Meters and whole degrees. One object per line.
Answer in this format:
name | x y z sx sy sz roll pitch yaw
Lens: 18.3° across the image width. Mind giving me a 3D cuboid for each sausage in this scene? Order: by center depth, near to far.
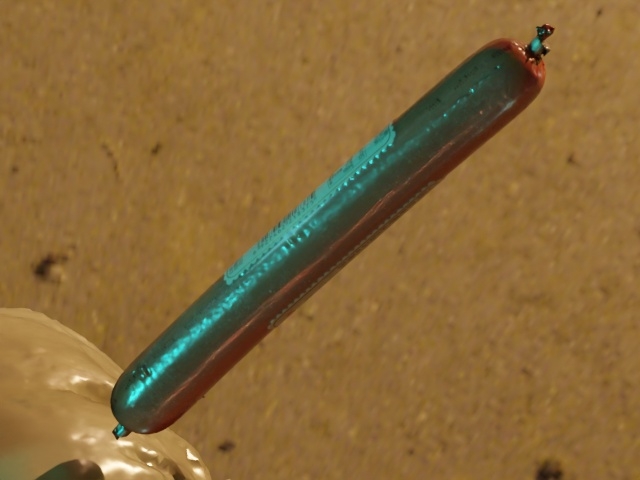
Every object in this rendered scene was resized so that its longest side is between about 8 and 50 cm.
sausage | 0.000 0.000 0.797 0.034 0.253 0.034 41 21 -19

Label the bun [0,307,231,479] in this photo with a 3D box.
bun | -0.136 0.210 0.953 0.211 0.360 0.359 2 58 -37
